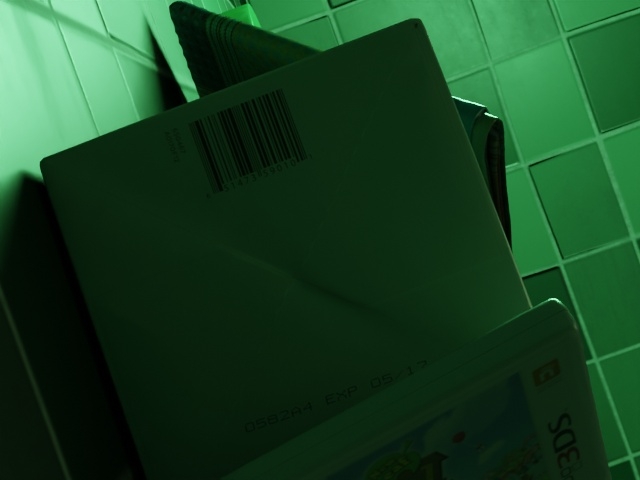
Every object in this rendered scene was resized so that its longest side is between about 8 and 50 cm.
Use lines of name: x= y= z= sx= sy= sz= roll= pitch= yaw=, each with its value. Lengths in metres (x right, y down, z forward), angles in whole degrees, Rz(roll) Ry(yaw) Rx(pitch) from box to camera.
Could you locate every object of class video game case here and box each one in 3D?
video game case: x=0.034 y=0.138 z=0.632 sx=0.023 sy=0.212 sz=0.193 roll=57 pitch=-7 yaw=43

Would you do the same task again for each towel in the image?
towel: x=0.027 y=-0.079 z=1.338 sx=0.370 sy=0.040 sz=0.271 roll=26 pitch=-31 yaw=32

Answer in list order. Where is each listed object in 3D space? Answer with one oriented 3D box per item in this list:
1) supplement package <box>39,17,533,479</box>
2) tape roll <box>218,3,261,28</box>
supplement package: x=-0.003 y=0.027 z=0.779 sx=0.262 sy=0.199 sz=0.198 roll=45 pitch=25 yaw=-84
tape roll: x=-0.071 y=-0.140 z=1.802 sx=0.321 sy=0.077 sz=0.321 roll=-19 pitch=90 yaw=-87
